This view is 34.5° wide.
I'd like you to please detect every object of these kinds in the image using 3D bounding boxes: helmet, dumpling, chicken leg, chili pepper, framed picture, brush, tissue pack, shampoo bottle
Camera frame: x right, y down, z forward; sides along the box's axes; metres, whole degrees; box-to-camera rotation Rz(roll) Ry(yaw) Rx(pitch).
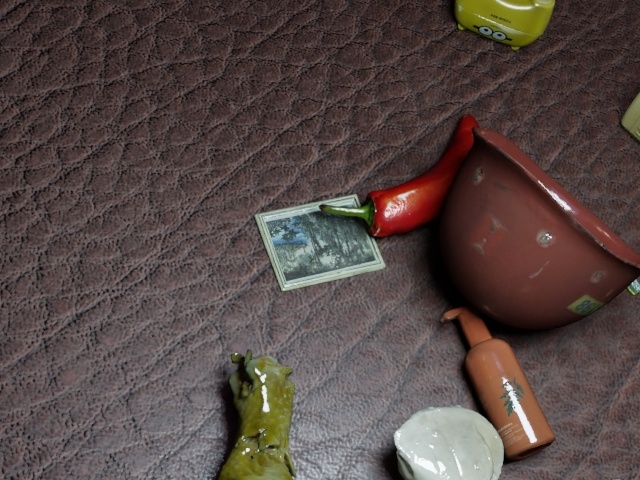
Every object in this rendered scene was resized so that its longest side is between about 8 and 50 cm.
[{"bbox_3d":[0.302,0.011,1.570,0.337,0.230,0.385,46,17,23],"label":"helmet"},{"bbox_3d":[0.184,0.307,1.486,0.176,0.092,0.150,27,60,1],"label":"dumpling"},{"bbox_3d":[-0.082,0.323,1.369,0.152,0.201,0.429,-20,48,22],"label":"chicken leg"},{"bbox_3d":[0.171,-0.092,1.718,0.137,0.092,0.368,37,50,27],"label":"chili pepper"},{"bbox_3d":[0.000,0.000,1.653,0.183,0.011,0.142,-12,66,-21],"label":"framed picture"},{"bbox_3d":[0.513,0.055,1.754,0.018,0.021,0.083,-31,73,-24],"label":"brush"},{"bbox_3d":[0.338,-0.441,1.921,0.178,0.127,0.123,20,52,-4],"label":"tissue pack"},{"bbox_3d":[0.268,0.210,1.569,0.085,0.085,0.244,-16,66,-22],"label":"shampoo bottle"}]

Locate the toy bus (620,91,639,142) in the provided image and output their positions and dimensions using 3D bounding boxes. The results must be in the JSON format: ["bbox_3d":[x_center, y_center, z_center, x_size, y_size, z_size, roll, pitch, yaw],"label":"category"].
[{"bbox_3d":[0.736,-0.171,1.852,0.202,0.177,0.365,-38,73,-25],"label":"toy bus"}]

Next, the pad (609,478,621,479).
[{"bbox_3d":[0.382,0.429,1.469,0.265,0.009,0.160,1,58,-38],"label":"pad"}]
